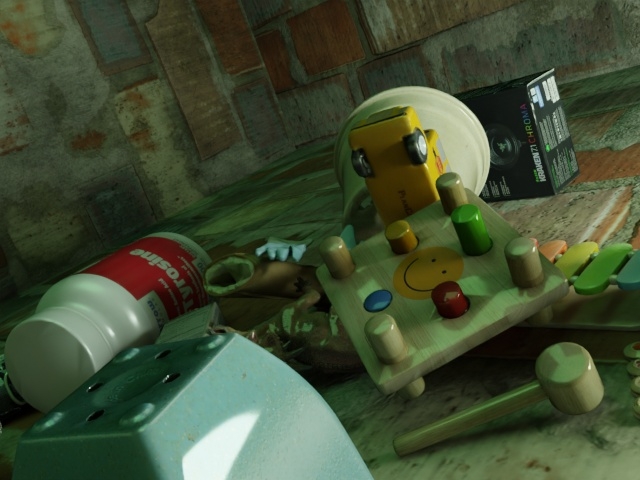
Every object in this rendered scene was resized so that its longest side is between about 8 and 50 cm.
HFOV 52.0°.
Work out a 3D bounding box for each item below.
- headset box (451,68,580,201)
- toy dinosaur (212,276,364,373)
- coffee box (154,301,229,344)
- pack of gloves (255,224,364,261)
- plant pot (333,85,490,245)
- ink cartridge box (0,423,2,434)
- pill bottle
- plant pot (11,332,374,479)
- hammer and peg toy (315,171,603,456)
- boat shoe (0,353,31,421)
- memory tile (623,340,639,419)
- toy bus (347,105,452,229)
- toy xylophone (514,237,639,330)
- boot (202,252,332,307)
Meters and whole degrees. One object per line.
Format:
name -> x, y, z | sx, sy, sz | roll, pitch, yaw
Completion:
headset box -> 0.403, -0.225, 1.490 | 0.131, 0.246, 0.283 | -32, 19, -38
toy dinosaur -> -0.002, 0.154, 0.969 | 0.295, 0.127, 0.200 | -3, 27, 3
coffee box -> -0.175, 0.204, 0.958 | 0.098, 0.141, 0.246 | -24, 14, 2
pack of gloves -> 0.000, 0.000, 1.075 | 0.195, 0.046, 0.232 | 5, 8, 2
plant pot -> 0.170, -0.096, 1.288 | 0.333, 0.334, 0.305 | -16, 26, 19
ink cartridge box -> -0.679, 0.351, 0.953 | 0.303, 0.072, 0.307 | -30, -12, 34
pill bottle -> -0.364, 0.143, 1.205 | 0.229, 0.229, 0.408 | -15, 12, 21
plant pot -> -0.118, 0.229, 0.580 | 0.247, 0.252, 0.247 | -13, 17, 29
hammer and peg toy -> 0.149, 0.078, 0.797 | 0.266, 0.127, 0.361 | -28, 35, 0
boat shoe -> -0.567, 0.265, 1.285 | 0.340, 0.127, 0.158 | -31, 11, -37
memory tile -> 0.384, 0.138, 0.693 | 0.113, 0.012, 0.148 | -14, 16, 24
toy bus -> 0.161, -0.058, 1.049 | 0.108, 0.333, 0.130 | -12, 28, 29
toy xylophone -> 0.354, 0.046, 0.925 | 0.322, 0.081, 0.236 | -8, 19, 38
boot -> -0.021, 0.065, 1.107 | 0.236, 0.089, 0.269 | -23, -24, 37
